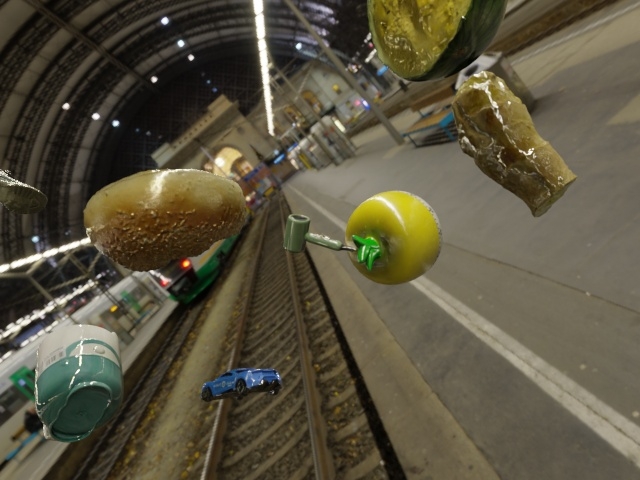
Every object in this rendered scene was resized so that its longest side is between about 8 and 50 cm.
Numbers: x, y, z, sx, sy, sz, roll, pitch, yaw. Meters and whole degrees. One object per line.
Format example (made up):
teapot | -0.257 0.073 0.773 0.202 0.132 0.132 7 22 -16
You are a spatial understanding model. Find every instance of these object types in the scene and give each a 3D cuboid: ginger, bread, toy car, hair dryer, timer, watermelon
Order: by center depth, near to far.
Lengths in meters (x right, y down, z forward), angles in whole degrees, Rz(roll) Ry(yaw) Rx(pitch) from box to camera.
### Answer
watermelon | 0.157 -0.311 0.651 0.128 0.232 0.204 -2 -45 -26
ginger | 0.316 -0.162 0.864 0.117 0.262 0.109 -30 -11 -22
bread | -0.300 -0.046 0.974 0.315 0.171 0.192 -11 -15 -6
hair dryer | 0.000 0.000 1.013 0.047 0.150 0.071 -40 -37 -63
toy car | -0.178 0.313 1.107 0.216 0.063 0.103 -21 -24 38
timer | 0.173 0.005 1.373 0.285 0.285 0.285 -40 9 7

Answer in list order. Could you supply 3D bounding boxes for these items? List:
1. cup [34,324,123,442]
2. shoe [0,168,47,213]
cup | -0.670 0.404 1.386 0.289 0.219 0.257 -54 36 11
shoe | -0.689 -0.121 1.112 0.071 0.169 0.099 -56 40 17
